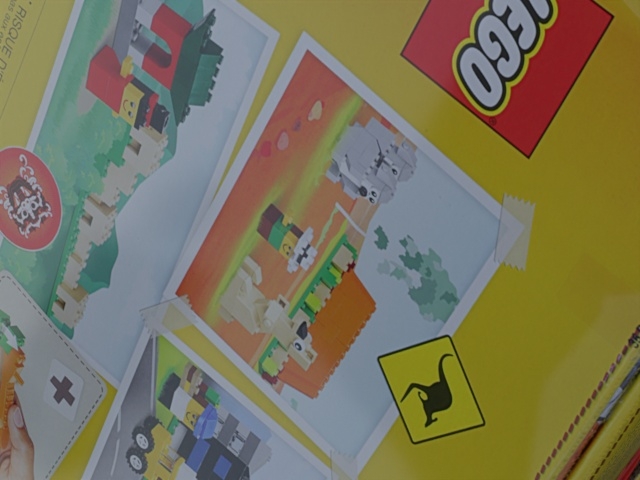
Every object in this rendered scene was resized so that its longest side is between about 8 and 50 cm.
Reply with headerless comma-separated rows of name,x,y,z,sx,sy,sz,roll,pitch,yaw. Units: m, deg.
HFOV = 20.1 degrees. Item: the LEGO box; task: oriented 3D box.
LEGO box,0.000,0.000,0.852,0.372,0.193,0.500,42,125,19
